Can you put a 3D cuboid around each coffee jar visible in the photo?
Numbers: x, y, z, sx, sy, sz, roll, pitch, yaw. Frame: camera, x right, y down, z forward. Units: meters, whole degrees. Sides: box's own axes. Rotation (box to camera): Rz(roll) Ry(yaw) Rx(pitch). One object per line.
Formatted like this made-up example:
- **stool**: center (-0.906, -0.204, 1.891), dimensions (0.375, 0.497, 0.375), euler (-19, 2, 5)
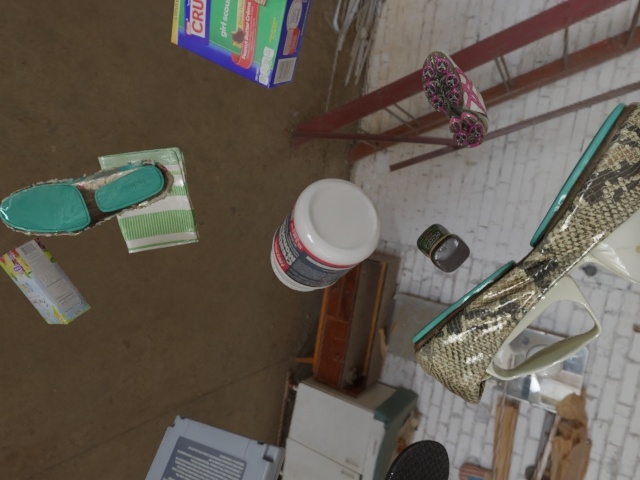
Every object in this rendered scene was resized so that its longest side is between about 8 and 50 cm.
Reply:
- **coffee jar**: center (0.321, 0.018, 1.125), dimensions (0.096, 0.079, 0.184), euler (-47, -170, 8)

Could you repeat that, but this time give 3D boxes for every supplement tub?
- **supplement tub**: center (0.000, 0.000, 0.966), dimensions (0.191, 0.191, 0.272), euler (-58, -175, -30)

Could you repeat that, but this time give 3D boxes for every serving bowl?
- **serving bowl**: center (0.555, 0.299, 1.059), dimensions (0.027, 0.083, 0.083), euler (24, 80, -59)

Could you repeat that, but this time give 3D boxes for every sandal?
- **sandal**: center (0.085, 0.305, 0.477), dimensions (0.179, 0.067, 0.040), euler (-62, -176, -10)

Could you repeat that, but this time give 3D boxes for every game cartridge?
- **game cartridge**: center (-0.210, 0.450, 0.785), dimensions (0.062, 0.297, 0.198), euler (41, 56, -43)

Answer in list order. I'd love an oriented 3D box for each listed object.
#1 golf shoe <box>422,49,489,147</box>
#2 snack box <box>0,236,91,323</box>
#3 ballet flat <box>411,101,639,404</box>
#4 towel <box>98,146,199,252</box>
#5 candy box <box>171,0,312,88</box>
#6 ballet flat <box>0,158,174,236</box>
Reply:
- **golf shoe**: center (0.241, -0.258, 0.759), dimensions (0.186, 0.068, 0.086), euler (50, 52, -27)
- **snack box**: center (-0.676, 0.105, 1.042), dimensions (0.070, 0.175, 0.207), euler (-45, 112, -40)
- **ballet flat**: center (0.336, 0.053, 0.613), dimensions (0.482, 0.182, 0.164), euler (-55, 157, 19)
- **towel**: center (-0.541, -0.126, 1.381), dimensions (0.248, 0.038, 0.324), euler (-10, 114, -10)
- **candy box**: center (-0.195, -0.563, 1.031), dimensions (0.122, 0.317, 0.268), euler (-39, 154, -51)
- **ballet flat**: center (-0.340, -0.060, 0.647), dimensions (0.077, 0.241, 0.091), euler (-164, -119, -79)
